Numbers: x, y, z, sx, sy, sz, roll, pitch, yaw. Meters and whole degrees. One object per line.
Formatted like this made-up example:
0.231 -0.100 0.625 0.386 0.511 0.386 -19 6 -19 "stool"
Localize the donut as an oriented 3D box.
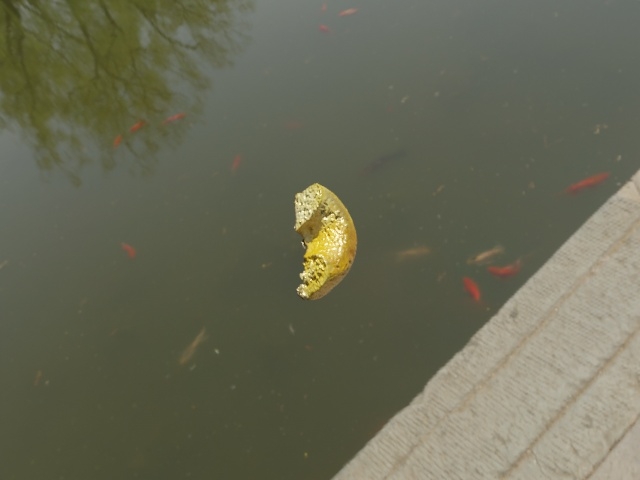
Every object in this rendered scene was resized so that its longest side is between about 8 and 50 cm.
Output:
0.000 0.000 0.453 0.038 0.067 0.083 -33 15 39 "donut"
